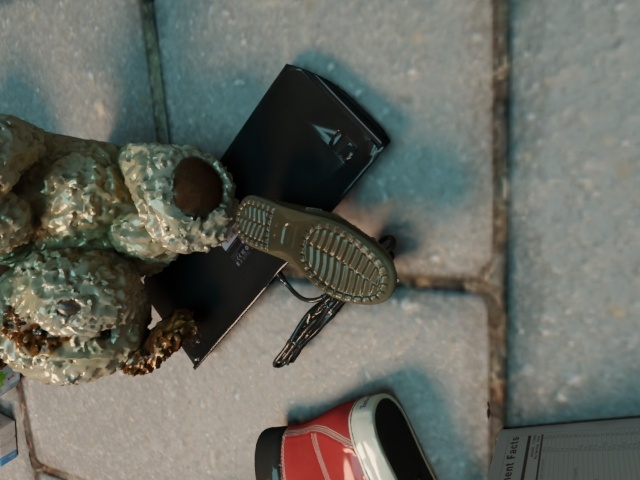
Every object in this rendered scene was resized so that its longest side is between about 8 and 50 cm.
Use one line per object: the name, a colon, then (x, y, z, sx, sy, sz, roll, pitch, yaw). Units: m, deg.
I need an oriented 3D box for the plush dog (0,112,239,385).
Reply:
plush dog: (-0.227, 0.020, 0.457, 0.210, 0.262, 0.225, -176, 93, -66)

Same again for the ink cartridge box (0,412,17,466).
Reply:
ink cartridge box: (-0.492, 0.294, 0.759, 0.048, 0.028, 0.083, 15, 108, 23)

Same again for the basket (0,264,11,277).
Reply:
basket: (-0.443, -0.009, 0.601, 0.204, 0.154, 0.227, 43, 113, 10)

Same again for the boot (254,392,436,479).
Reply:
boot: (0.033, 0.279, 0.459, 0.176, 0.088, 0.244, -29, 80, 29)

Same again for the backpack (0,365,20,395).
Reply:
backpack: (-0.490, 0.183, 0.702, 0.114, 0.084, 0.105, -15, 97, 26)

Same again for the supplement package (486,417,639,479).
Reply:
supplement package: (0.239, 0.198, 0.302, 0.244, 0.139, 0.134, -19, 92, 30)

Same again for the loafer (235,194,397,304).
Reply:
loafer: (0.000, 0.000, 0.390, 0.148, 0.050, 0.056, 29, 113, 26)

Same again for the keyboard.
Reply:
keyboard: (-0.047, 0.015, 0.469, 0.201, 0.033, 0.317, 50, 119, 16)
